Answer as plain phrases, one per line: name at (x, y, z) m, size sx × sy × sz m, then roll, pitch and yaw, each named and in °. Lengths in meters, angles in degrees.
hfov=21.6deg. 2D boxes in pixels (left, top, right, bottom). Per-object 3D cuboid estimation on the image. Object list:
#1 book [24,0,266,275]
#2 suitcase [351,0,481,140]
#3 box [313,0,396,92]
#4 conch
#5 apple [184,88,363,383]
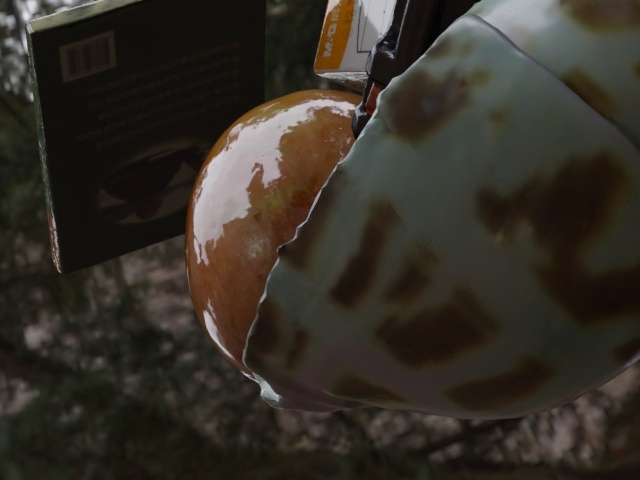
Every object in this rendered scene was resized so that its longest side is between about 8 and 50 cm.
book at (-0.178, -0.129, 1.804) m, size 0.260 × 0.043 × 0.371 m, roll -19°, pitch -37°, yaw -19°
suitcase at (0.110, -0.214, 1.242) m, size 0.066 × 0.206 × 0.286 m, roll 25°, pitch -48°, yaw 13°
box at (0.111, -0.279, 1.653) m, size 0.091 × 0.274 × 0.220 m, roll 15°, pitch -7°, yaw -35°
conch at (0.124, -0.039, 0.919) m, size 0.368 × 0.197 × 0.249 m, roll -62°, pitch -24°, yaw -10°
apple at (0.000, 0.000, 1.397) m, size 0.253 × 0.253 × 0.253 m, roll -13°, pitch -39°, yaw -11°
